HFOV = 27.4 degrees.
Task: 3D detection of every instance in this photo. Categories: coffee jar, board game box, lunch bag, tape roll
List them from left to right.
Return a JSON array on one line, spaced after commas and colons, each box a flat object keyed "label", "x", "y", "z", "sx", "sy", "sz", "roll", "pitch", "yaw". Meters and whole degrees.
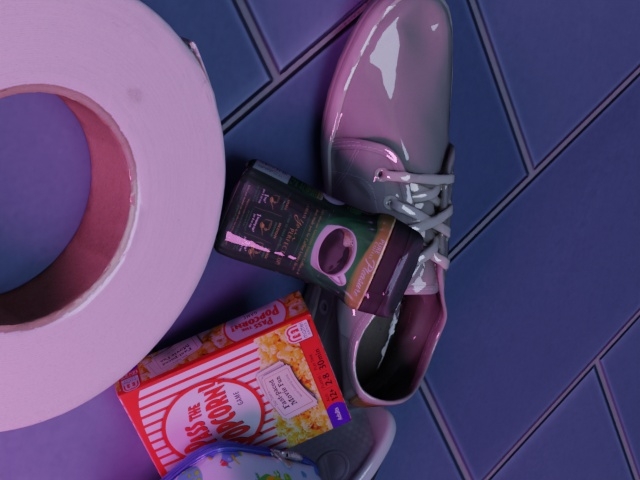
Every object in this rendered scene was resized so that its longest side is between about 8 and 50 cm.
[{"label": "tape roll", "x": -0.251, "y": -0.034, "z": 1.063, "sx": 0.392, "sy": 0.072, "sz": 0.392, "roll": -17, "pitch": 118, "yaw": -36}, {"label": "lunch bag", "x": -0.106, "y": 0.281, "z": 1.254, "sx": 0.176, "sy": 0.090, "sz": 0.219, "roll": 18, "pitch": 127, "yaw": -45}, {"label": "board game box", "x": -0.083, "y": 0.149, "z": 1.258, "sx": 0.193, "sy": 0.045, "sz": 0.146, "roll": -24, "pitch": 125, "yaw": -3}, {"label": "coffee jar", "x": 0.000, "y": 0.000, "z": 1.227, "sx": 0.184, "sy": 0.079, "sz": 0.096, "roll": 23, "pitch": 97, "yaw": 0}]

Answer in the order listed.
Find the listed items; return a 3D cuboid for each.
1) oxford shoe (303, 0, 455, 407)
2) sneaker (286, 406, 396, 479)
[{"label": "oxford shoe", "x": 0.079, "y": -0.031, "z": 1.321, "sx": 0.169, "sy": 0.130, "sz": 0.449, "roll": -2, "pitch": 108, "yaw": -39}, {"label": "sneaker", "x": -0.003, "y": 0.311, "z": 1.411, "sx": 0.295, "sy": 0.104, "sz": 0.147, "roll": -51, "pitch": 135, "yaw": -3}]
